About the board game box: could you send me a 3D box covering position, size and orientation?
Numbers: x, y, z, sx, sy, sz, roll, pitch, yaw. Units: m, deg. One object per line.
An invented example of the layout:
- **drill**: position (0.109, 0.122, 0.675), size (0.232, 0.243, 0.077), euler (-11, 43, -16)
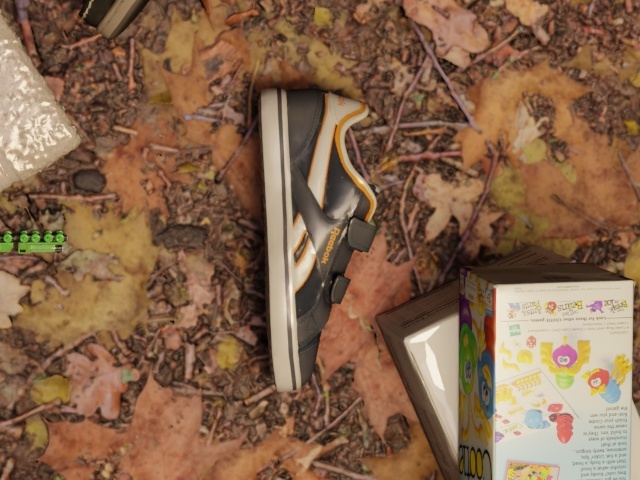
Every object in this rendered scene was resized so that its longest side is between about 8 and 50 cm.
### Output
- **board game box**: position (0.221, 0.168, 1.718), size (0.144, 0.142, 0.275), euler (-1, 96, -10)

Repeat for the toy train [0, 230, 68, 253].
- **toy train**: position (-0.308, 0.002, 1.811), size (0.083, 0.017, 0.024), euler (0, 106, -11)

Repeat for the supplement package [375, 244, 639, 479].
- **supplement package**: position (0.213, 0.168, 1.864), size (0.204, 0.145, 0.262), euler (-25, 101, -7)

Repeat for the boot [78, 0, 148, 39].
- **boot**: position (-0.233, -0.421, 1.717), size (0.284, 0.138, 0.377), euler (25, 100, -8)

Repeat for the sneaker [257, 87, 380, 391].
- **sneaker**: position (0.000, 0.000, 1.814), size (0.127, 0.126, 0.321), euler (-1, 95, -5)

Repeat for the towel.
- **towel**: position (-0.391, -0.169, 1.760), size (0.187, 0.049, 0.282), euler (-33, 102, -5)
